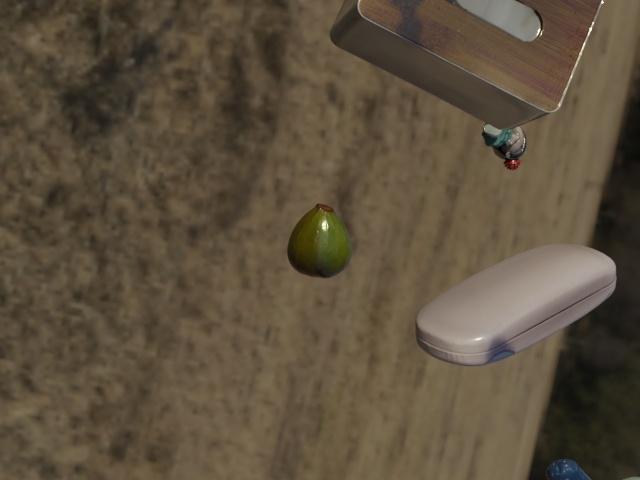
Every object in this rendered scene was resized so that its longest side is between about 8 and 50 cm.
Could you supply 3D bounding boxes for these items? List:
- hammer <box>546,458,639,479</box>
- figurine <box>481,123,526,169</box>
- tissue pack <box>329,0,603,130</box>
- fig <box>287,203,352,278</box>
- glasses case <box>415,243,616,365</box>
[{"bbox_3d":[0.265,0.259,1.418,0.194,0.116,0.069,44,24,-49],"label":"hammer"},{"bbox_3d":[0.244,-0.135,1.918,0.106,0.047,0.060,32,56,-61],"label":"figurine"},{"bbox_3d":[0.156,-0.246,1.589,0.159,0.246,0.136,-67,-169,-11],"label":"tissue pack"},{"bbox_3d":[0.000,0.000,1.633,0.074,0.074,0.088,-57,156,-58],"label":"fig"},{"bbox_3d":[0.238,0.073,1.733,0.297,0.113,0.075,-22,121,-37],"label":"glasses case"}]
